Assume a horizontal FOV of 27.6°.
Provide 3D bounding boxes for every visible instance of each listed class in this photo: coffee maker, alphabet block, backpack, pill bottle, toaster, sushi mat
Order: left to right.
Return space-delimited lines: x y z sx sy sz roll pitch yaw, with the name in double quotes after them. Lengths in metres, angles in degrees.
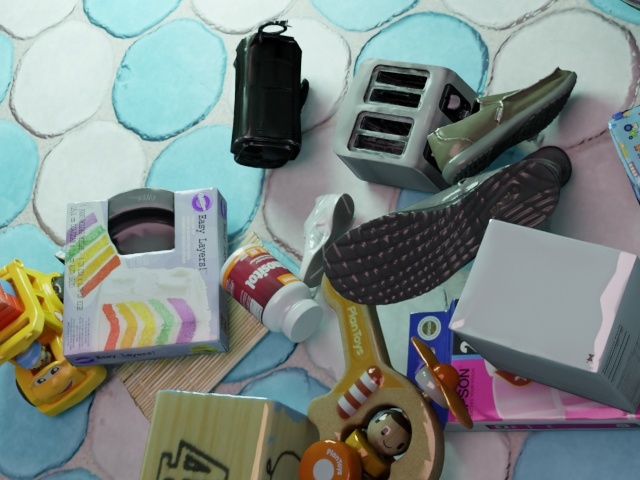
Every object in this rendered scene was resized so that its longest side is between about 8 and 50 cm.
-0.172 0.142 1.979 0.316 0.019 0.151 -46 59 4 "sushi mat"
-0.121 0.324 1.780 0.193 0.192 0.197 0 71 29 "alphabet block"
-0.086 -0.217 1.989 0.120 0.171 0.178 -3 70 8 "coffee maker"
-0.069 0.078 1.892 0.152 0.086 0.086 39 90 30 "pill bottle"
0.118 -0.170 1.903 0.186 0.110 0.168 12 76 30 "toaster"
0.481 -0.123 1.699 0.173 0.117 0.158 -21 63 15 "backpack"

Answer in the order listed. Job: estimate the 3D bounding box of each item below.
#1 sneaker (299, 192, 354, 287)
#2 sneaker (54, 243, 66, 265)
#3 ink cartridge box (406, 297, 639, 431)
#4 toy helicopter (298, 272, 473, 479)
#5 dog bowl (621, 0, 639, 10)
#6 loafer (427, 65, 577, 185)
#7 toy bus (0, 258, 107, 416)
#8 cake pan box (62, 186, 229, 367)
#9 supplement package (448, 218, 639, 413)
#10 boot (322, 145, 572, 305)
0.000 0.000 1.935 0.061 0.054 0.152 8 71 45 "sneaker"
-0.340 0.023 2.083 0.191 0.071 0.083 21 75 31 "sneaker"
0.276 0.161 1.723 0.371 0.069 0.175 -6 68 27 "ink cartridge box"
0.081 0.178 1.738 0.235 0.140 0.355 -23 65 26 "toy helicopter"
0.528 -0.477 1.775 0.408 0.150 0.408 -14 60 25 "dog bowl"
0.252 -0.177 1.806 0.251 0.094 0.087 -34 72 -19 "loafer"
-0.456 0.139 2.011 0.149 0.211 0.220 -36 60 8 "toy bus"
-0.264 0.051 1.975 0.246 0.070 0.267 -4 67 6 "cake pan box"
0.296 0.094 1.582 0.194 0.203 0.149 16 77 30 "supplement package"
0.181 -0.018 1.757 0.338 0.223 0.118 -21 93 16 "boot"
